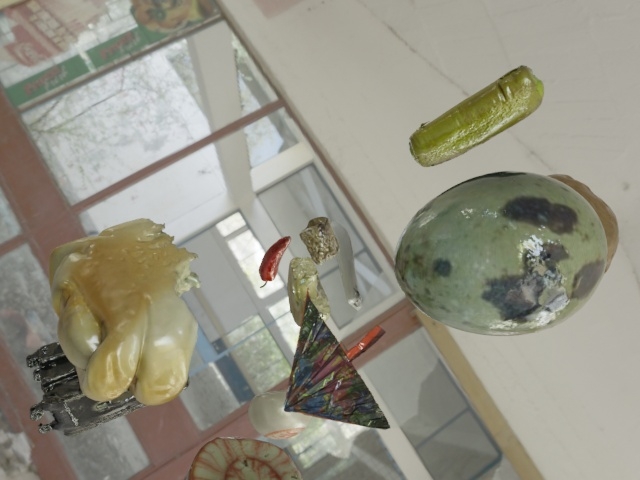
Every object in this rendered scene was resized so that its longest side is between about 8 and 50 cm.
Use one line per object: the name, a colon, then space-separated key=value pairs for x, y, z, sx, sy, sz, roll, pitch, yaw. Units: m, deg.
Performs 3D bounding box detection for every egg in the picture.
egg: x=0.368 y=0.028 z=1.155 sx=0.345 sy=0.428 sz=0.345 roll=-3 pitch=90 yaw=-88

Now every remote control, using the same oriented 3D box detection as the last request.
remote control: x=0.097 y=0.080 z=1.903 sx=0.109 sy=0.055 sz=0.313 roll=46 pitch=28 yaw=-58

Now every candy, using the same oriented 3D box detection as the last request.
candy: x=0.000 y=0.000 z=1.365 sx=0.110 sy=0.085 sz=0.095 roll=61 pitch=33 yaw=-7

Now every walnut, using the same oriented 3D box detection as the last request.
walnut: x=0.789 y=-0.030 z=1.843 sx=0.398 sy=0.308 sz=0.354 roll=48 pitch=-9 yaw=28

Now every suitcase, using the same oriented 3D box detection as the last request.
suitcase: x=-0.604 y=0.381 z=1.607 sx=0.283 sy=0.434 sz=0.194 roll=47 pitch=-29 yaw=48

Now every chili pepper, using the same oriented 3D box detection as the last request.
chili pepper: x=-0.160 y=0.070 z=1.823 sx=0.063 sy=0.071 sz=0.272 roll=65 pitch=-36 yaw=34

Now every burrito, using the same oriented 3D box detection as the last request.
burrito: x=-0.022 y=0.147 z=1.860 sx=0.171 sy=0.051 sz=0.042 roll=66 pitch=-15 yaw=4

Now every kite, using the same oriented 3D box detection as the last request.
kite: x=0.014 y=0.180 z=0.786 sx=0.232 sy=0.189 sz=0.009 roll=54 pitch=8 yaw=22

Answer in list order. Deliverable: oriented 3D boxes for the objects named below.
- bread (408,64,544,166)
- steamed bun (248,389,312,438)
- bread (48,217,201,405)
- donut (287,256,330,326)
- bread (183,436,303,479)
bread: x=0.419 y=-0.317 z=1.484 sx=0.166 sy=0.383 sz=0.112 roll=13 pitch=50 yaw=-65
steamed bun: x=-0.136 y=0.618 z=1.922 sx=0.232 sy=0.232 sz=0.145 roll=82 pitch=3 yaw=-61
bread: x=-0.401 y=0.133 z=1.123 sx=0.245 sy=0.329 sz=0.424 roll=14 pitch=28 yaw=-42
donut: x=-0.027 y=0.124 z=1.171 sx=0.166 sy=0.065 sz=0.108 roll=-112 pitch=-156 yaw=-42
bread: x=-0.192 y=0.639 z=1.392 sx=0.114 sy=0.328 sz=0.295 roll=-60 pitch=-142 yaw=25
